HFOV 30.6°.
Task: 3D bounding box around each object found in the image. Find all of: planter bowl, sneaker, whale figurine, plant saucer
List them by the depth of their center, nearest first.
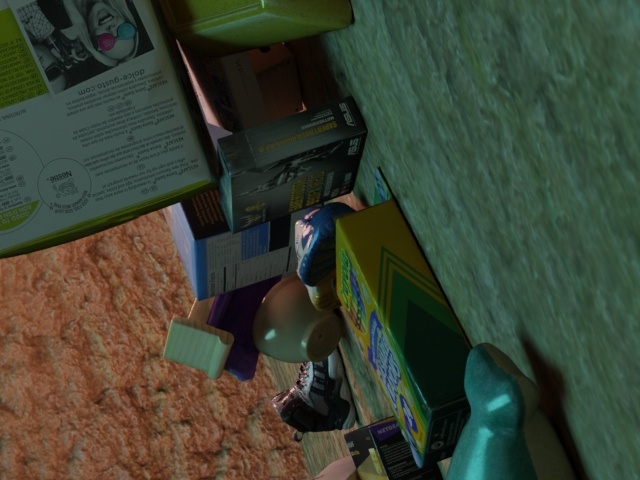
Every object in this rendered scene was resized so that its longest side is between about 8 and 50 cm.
[{"bbox_3d":[0.172,0.241,1.146,0.216,0.141,0.272,-128,21,-62],"label":"whale figurine"},{"bbox_3d":[-0.137,-0.379,1.399,0.332,0.081,0.333,1,117,55],"label":"plant saucer"},{"bbox_3d":[0.000,0.000,1.720,0.296,0.111,0.131,95,154,-67],"label":"sneaker"},{"bbox_3d":[-0.029,0.158,2.142,0.109,0.162,0.162,26,143,36],"label":"planter bowl"},{"bbox_3d":[-0.030,0.278,2.325,0.101,0.153,0.269,-134,26,-67],"label":"sneaker"}]

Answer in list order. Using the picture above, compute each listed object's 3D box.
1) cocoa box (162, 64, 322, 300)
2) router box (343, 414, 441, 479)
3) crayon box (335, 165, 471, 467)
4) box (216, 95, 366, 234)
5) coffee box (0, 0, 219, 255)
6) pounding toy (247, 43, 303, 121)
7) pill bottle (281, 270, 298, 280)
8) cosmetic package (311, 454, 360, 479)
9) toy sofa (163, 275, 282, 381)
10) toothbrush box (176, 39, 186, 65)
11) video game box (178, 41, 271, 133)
[{"bbox_3d":[-0.169,-0.115,2.039,0.231,0.227,0.347,97,152,-60],"label":"cocoa box"},{"bbox_3d":[0.133,0.406,1.886,0.309,0.081,0.243,115,134,-77],"label":"router box"},{"bbox_3d":[0.096,0.097,1.460,0.203,0.083,0.323,87,161,-60],"label":"crayon box"},{"bbox_3d":[-0.042,-0.095,1.545,0.231,0.183,0.056,103,146,-71],"label":"box"},{"bbox_3d":[-0.346,-0.177,1.609,0.337,0.338,0.335,-116,7,-88],"label":"coffee box"},{"bbox_3d":[-0.086,-0.271,1.758,0.141,0.100,0.130,49,160,36],"label":"pounding toy"},{"bbox_3d":[-0.067,0.138,2.385,0.108,0.107,0.180,-132,24,-66],"label":"pill bottle"},{"bbox_3d":[0.040,0.451,2.085,0.086,0.117,0.231,67,-158,2],"label":"cosmetic package"},{"bbox_3d":[-0.154,0.073,2.198,0.150,0.177,0.363,113,176,-54],"label":"toy sofa"},{"bbox_3d":[-0.334,-0.516,2.363,0.296,0.126,0.216,65,-175,22],"label":"toothbrush box"},{"bbox_3d":[-0.150,-0.257,1.703,0.187,0.048,0.205,34,146,62],"label":"video game box"}]
